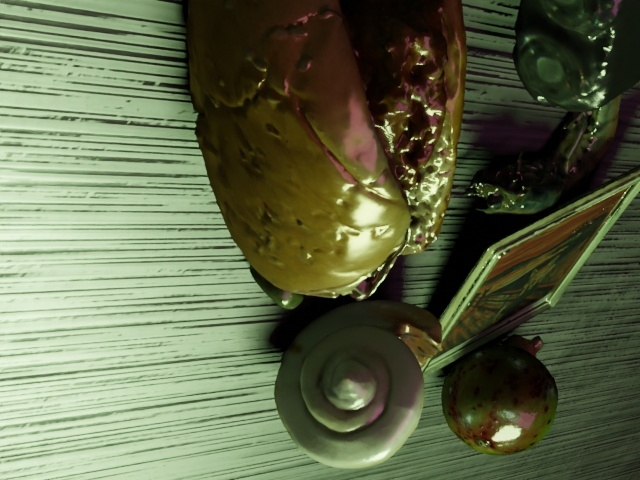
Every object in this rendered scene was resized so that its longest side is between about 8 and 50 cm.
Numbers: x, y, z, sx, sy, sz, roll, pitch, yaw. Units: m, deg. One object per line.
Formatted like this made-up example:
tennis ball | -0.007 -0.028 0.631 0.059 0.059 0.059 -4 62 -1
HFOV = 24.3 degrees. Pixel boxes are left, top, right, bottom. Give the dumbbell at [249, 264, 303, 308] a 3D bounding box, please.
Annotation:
dumbbell | 0.000 0.000 1.148 0.118 0.046 0.052 -44 157 3

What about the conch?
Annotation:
conch | 0.025 0.126 1.315 0.255 0.127 0.158 110 2 -78

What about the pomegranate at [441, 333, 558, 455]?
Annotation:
pomegranate | 0.185 0.159 1.543 0.130 0.130 0.130 -31 151 -20

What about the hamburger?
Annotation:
hamburger | 0.013 -0.082 0.926 0.155 0.245 0.282 -26 105 -18

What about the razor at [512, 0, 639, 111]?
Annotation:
razor | 0.286 -0.228 1.117 0.327 0.107 0.189 -30 150 -23

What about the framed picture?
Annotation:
framed picture | 0.197 0.037 1.433 0.216 0.016 0.273 -26 159 -27

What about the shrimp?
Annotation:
shrimp | 0.202 -0.082 1.291 0.217 0.051 0.150 -12 138 -55
